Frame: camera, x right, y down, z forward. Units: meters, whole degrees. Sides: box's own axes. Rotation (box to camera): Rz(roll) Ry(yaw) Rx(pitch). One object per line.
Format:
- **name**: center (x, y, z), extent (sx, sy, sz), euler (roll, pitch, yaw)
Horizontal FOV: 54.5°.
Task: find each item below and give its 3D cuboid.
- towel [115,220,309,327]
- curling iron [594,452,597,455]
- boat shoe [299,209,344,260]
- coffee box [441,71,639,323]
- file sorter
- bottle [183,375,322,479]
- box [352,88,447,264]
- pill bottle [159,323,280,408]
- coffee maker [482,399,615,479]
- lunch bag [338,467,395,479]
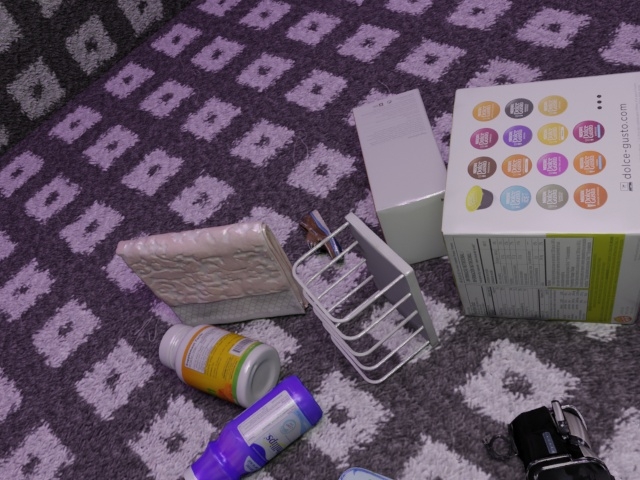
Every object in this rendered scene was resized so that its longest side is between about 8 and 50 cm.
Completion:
- **towel**: center (-0.221, 0.084, 1.350), extent (0.332, 0.317, 0.053), euler (-8, 50, 15)
- **curling iron**: center (0.414, 0.426, 0.954), extent (0.035, 0.068, 0.274), euler (7, 29, 19)
- **boat shoe**: center (0.000, 0.000, 1.508), extent (0.066, 0.066, 0.183), euler (-32, 39, 0)
- **coffee box**: center (0.431, -0.067, 1.196), extent (0.334, 0.338, 0.338), euler (0, 59, 21)
- **file sorter**: center (0.087, 0.126, 1.229), extent (0.173, 0.278, 0.193), euler (-37, 50, -9)
- **bottle**: center (-0.131, 0.385, 1.206), extent (0.283, 0.118, 0.092), euler (-36, 50, -11)
- **box**: center (0.201, -0.147, 1.446), extent (0.168, 0.215, 0.345), euler (-16, 49, 8)
- **pill bottle**: center (-0.221, 0.258, 1.328), extent (0.245, 0.136, 0.136), euler (13, 58, 29)
- **coffee maker**: center (0.363, 0.361, 1.001), extent (0.171, 0.178, 0.120), euler (-39, 90, 15)
- **lunch bag**: center (0.080, 0.509, 1.048), extent (0.176, 0.090, 0.219), euler (11, 58, 25)
